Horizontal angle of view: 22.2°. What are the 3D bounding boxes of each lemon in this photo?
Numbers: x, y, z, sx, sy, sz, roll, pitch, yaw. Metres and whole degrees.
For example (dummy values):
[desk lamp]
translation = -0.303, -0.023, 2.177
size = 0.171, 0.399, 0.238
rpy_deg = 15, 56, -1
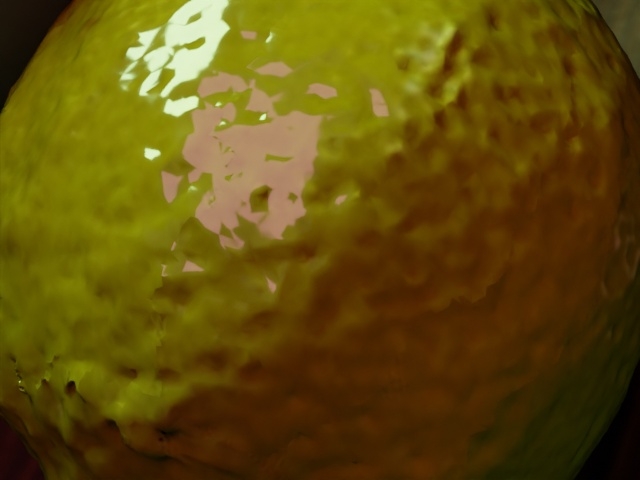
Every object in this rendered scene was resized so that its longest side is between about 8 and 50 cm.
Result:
[lemon]
translation = 0.000, 0.000, 0.462
size = 0.192, 0.192, 0.231
rpy_deg = 15, 63, 28

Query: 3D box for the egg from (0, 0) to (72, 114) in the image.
[egg]
translation = -0.182, -0.146, 0.558
size = 0.389, 0.276, 0.276
rpy_deg = -22, 41, 48
